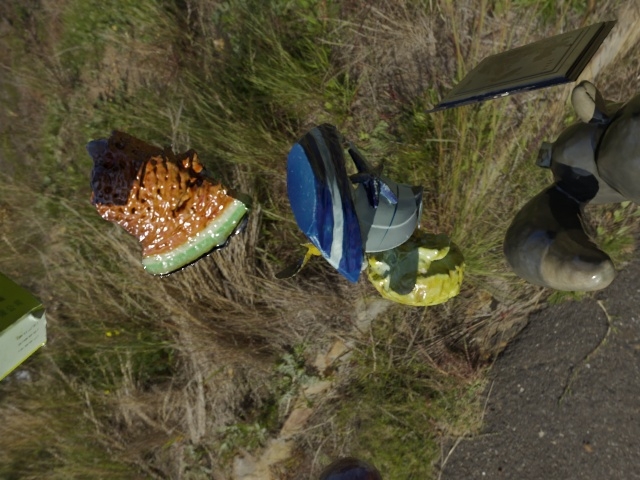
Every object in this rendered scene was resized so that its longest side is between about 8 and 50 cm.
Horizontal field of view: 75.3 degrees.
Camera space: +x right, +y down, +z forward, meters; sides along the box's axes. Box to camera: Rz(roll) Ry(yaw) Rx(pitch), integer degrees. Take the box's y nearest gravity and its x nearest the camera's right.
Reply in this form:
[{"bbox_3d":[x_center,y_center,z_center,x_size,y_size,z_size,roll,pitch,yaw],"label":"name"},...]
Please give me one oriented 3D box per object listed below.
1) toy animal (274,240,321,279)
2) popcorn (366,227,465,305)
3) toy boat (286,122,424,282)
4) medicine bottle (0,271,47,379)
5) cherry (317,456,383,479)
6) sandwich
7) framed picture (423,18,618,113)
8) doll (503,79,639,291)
[{"bbox_3d":[0.000,0.000,0.941,0.218,0.155,0.095,-13,121,8],"label":"toy animal"},{"bbox_3d":[0.214,0.057,0.940,0.221,0.204,0.184,16,112,42],"label":"popcorn"},{"bbox_3d":[0.062,-0.076,0.603,0.070,0.291,0.210,-19,99,44],"label":"toy boat"},{"bbox_3d":[-0.480,0.072,0.498,0.250,0.137,0.141,37,136,-1],"label":"medicine bottle"},{"bbox_3d":[0.073,0.407,0.612,0.188,0.115,0.148,37,107,37],"label":"cherry"},{"bbox_3d":[-0.309,-0.089,0.805,0.250,0.301,0.162,-39,35,7],"label":"sandwich"},{"bbox_3d":[0.272,-0.239,0.569,0.199,0.195,0.010,3,132,49],"label":"framed picture"},{"bbox_3d":[0.486,-0.066,0.622,0.251,0.382,0.380,14,104,-1],"label":"doll"}]
